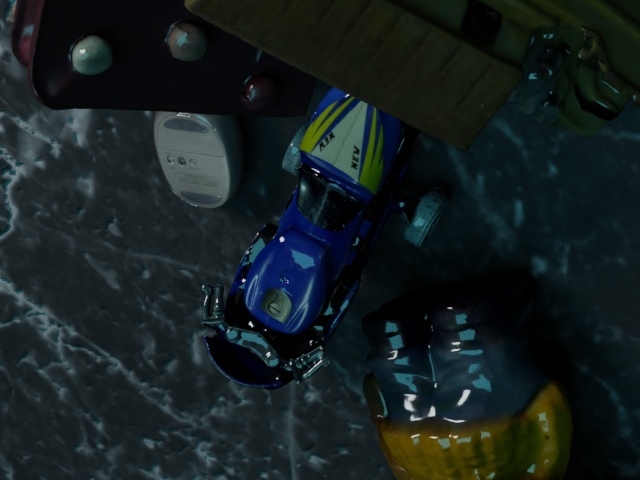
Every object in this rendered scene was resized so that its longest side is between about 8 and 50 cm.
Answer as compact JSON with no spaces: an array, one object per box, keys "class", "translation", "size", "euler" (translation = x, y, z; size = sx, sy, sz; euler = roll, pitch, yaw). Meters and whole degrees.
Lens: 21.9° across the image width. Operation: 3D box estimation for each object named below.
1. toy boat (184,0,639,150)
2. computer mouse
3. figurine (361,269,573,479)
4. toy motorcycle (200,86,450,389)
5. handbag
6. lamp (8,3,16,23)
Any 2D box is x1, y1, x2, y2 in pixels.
[{"class":"toy boat","translation":[0.009,-0.166,0.917],"size":[0.445,0.162,0.136],"euler":[28,167,-22]},{"class":"computer mouse","translation":[-0.084,-0.070,1.179],"size":[0.066,0.039,0.096],"euler":[9,130,22]},{"class":"figurine","translation":[0.115,0.201,1.144],"size":[0.185,0.204,0.332],"euler":[-11,114,33]},{"class":"toy motorcycle","translation":[0.000,0.000,1.097],"size":[0.113,0.169,0.315],"euler":[31,129,9]},{"class":"handbag","translation":[-0.073,-0.169,1.022],"size":[0.216,0.074,0.203],"euler":[2,128,-25]},{"class":"lamp","translation":[-0.152,-0.198,1.087],"size":[0.118,0.118,0.253],"euler":[24,125,11]}]
